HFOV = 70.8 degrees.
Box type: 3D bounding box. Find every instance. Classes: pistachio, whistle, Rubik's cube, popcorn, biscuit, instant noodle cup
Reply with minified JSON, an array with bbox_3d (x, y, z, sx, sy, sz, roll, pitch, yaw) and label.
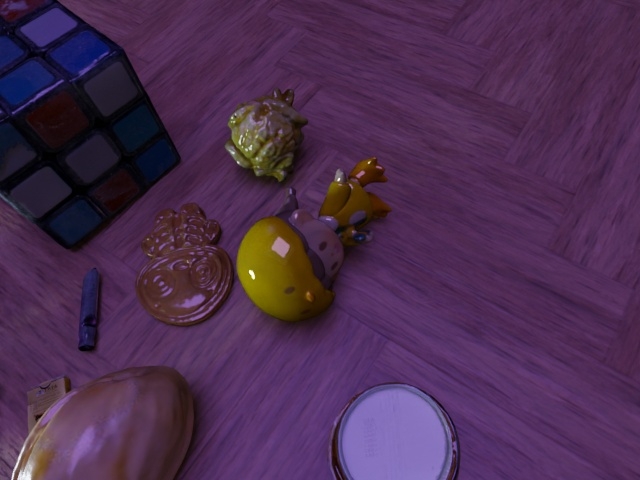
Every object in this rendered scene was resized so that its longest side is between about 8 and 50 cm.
[{"bbox_3d":[-0.330,0.331,0.694,0.230,0.230,0.308,20,68,17],"label":"pistachio"},{"bbox_3d":[-0.470,0.139,0.915,0.033,0.033,0.176,-12,60,-1],"label":"whistle"},{"bbox_3d":[-0.578,-0.257,0.971,0.362,0.363,0.359,34,71,24],"label":"Rubik's cube"},{"bbox_3d":[-0.119,-0.244,1.017,0.167,0.185,0.187,21,54,-3],"label":"popcorn"},{"bbox_3d":[-0.287,0.041,0.949,0.202,0.044,0.288,-11,62,0],"label":"biscuit"},{"bbox_3d":[0.111,0.311,0.672,0.216,0.172,0.215,-3,61,5],"label":"instant noodle cup"}]

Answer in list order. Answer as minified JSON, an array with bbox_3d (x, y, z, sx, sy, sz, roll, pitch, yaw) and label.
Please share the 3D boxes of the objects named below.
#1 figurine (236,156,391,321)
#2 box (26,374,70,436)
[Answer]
[{"bbox_3d":[0.000,0.000,0.852,0.344,0.215,0.187,-43,33,-25],"label":"figurine"},{"bbox_3d":[-0.489,0.326,0.817,0.073,0.020,0.149,-21,60,-5],"label":"box"}]
